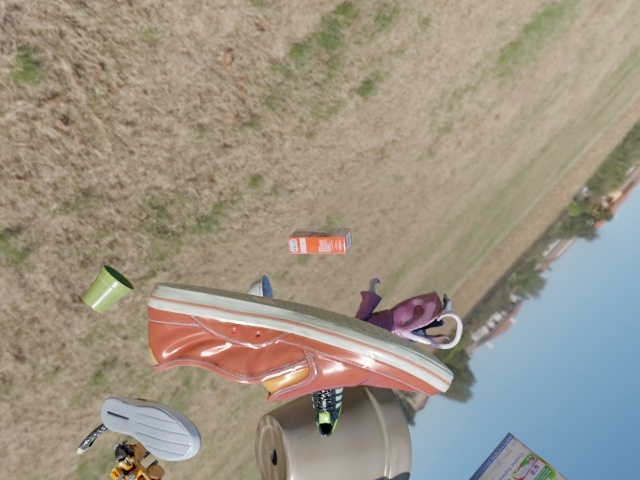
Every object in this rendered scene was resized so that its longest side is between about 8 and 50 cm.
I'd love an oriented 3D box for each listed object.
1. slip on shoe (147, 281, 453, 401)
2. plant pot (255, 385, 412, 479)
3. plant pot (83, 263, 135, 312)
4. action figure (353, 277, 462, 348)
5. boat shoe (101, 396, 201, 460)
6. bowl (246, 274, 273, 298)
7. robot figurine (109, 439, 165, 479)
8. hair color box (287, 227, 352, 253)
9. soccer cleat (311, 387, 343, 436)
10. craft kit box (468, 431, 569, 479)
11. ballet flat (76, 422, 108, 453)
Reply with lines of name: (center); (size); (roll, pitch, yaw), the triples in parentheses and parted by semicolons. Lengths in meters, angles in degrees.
slip on shoe: (-0.026, 0.122, 0.545); (0.123, 0.331, 0.101); (122, -21, -87)
plant pot: (0.009, 0.485, 1.205); (0.280, 0.323, 0.323); (2, 134, -31)
plant pot: (-0.445, 0.105, 1.053); (0.079, 0.083, 0.083); (-49, 162, -6)
action figure: (0.201, 0.271, 1.524); (0.370, 0.276, 0.248); (-8, 113, -7)
boat shoe: (-0.375, 0.411, 1.164); (0.094, 0.302, 0.109); (6, 92, -58)
bowl: (-0.240, 0.222, 1.972); (0.080, 0.170, 0.170); (-9, 162, 6)
robot figurine: (-0.568, 0.720, 1.583); (0.085, 0.211, 0.291); (-41, 175, -15)
hair color box: (0.000, 0.000, 1.464); (0.093, 0.167, 0.053); (-51, 137, -67)
soccer cleat: (0.011, 0.271, 0.875); (0.072, 0.060, 0.179); (-81, 169, -50)
craft kit box: (0.453, 0.611, 1.146); (0.250, 0.246, 0.061); (-45, 124, -8)
ballet flat: (-0.685, 0.603, 1.581); (0.173, 0.049, 0.057); (-41, -178, -9)
